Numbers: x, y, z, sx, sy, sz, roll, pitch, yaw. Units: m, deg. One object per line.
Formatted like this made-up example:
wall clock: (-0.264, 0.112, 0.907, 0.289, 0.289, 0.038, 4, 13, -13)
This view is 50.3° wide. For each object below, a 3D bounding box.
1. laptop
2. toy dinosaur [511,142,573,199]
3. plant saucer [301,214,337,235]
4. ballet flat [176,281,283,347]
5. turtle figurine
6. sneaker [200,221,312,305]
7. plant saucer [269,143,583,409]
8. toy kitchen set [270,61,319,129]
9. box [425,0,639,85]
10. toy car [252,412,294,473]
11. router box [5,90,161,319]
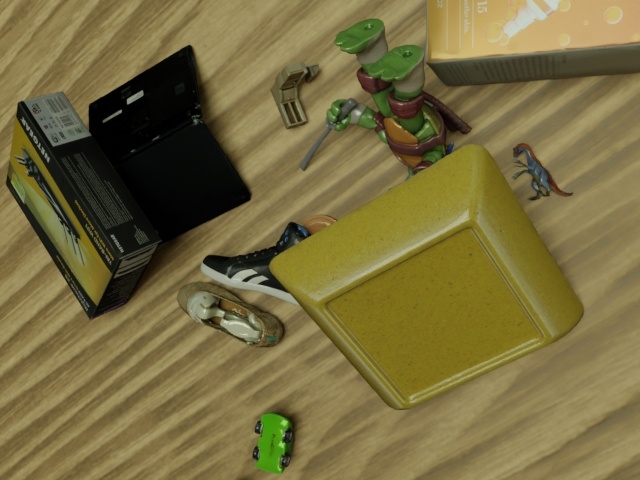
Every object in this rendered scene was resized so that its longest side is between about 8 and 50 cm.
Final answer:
laptop: (-0.269, -0.159, 1.189, 0.234, 0.136, 0.264, -24, 58, 18)
toy dinosaur: (0.310, -0.101, 0.985, 0.090, 0.047, 0.082, -1, 82, -13)
plant saucer: (0.000, 0.000, 1.099, 0.084, 0.013, 0.083, 0, 91, 19)
ballet flat: (-0.161, 0.122, 1.131, 0.206, 0.067, 0.073, 17, 98, 18)
turtle figurine: (0.068, -0.139, 0.932, 0.275, 0.266, 0.197, -6, 49, 12)
sneaker: (-0.082, 0.022, 1.092, 0.217, 0.079, 0.121, 15, 100, 15)
plant saucer: (0.151, 0.087, 0.922, 0.333, 0.081, 0.332, -30, 116, 18)
toy kitchen set: (-0.026, -0.232, 1.075, 0.068, 0.083, 0.075, -19, 84, -23)
box: (0.322, -0.334, 0.893, 0.345, 0.168, 0.215, -1, 91, 19)
toy car: (-0.078, 0.389, 1.119, 0.239, 0.053, 0.225, 9, 94, 18)
router box: (-0.408, -0.051, 1.143, 0.309, 0.081, 0.243, 54, 141, 10)
